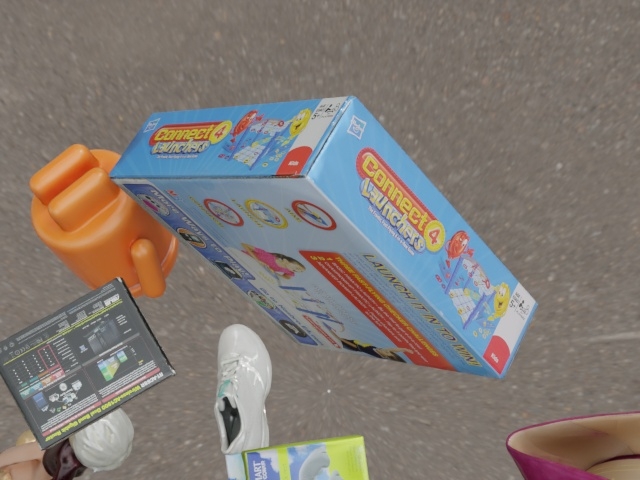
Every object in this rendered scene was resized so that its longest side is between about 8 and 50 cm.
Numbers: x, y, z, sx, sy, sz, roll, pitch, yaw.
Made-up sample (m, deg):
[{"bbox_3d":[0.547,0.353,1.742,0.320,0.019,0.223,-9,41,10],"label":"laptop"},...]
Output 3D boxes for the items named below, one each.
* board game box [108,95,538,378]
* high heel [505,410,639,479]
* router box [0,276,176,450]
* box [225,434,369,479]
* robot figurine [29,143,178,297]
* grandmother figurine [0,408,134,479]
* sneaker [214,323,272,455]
[{"bbox_3d":[0.000,0.000,1.082,0.308,0.302,0.086,45,64,-33],"label":"board game box"},{"bbox_3d":[0.320,0.175,0.983,0.181,0.377,0.127,38,45,-2],"label":"high heel"},{"bbox_3d":[-0.190,0.099,0.911,0.122,0.038,0.092,-29,84,-9],"label":"router box"},{"bbox_3d":[-0.027,0.316,1.464,0.178,0.042,0.109,-6,82,-12],"label":"box"},{"bbox_3d":[-0.232,-0.013,1.243,0.158,0.219,0.128,6,65,19],"label":"robot figurine"},{"bbox_3d":[-0.377,0.313,1.660,0.104,0.342,0.208,31,54,-22],"label":"grandmother figurine"},{"bbox_3d":[-0.120,0.211,1.608,0.080,0.094,0.212,-18,63,20],"label":"sneaker"}]
